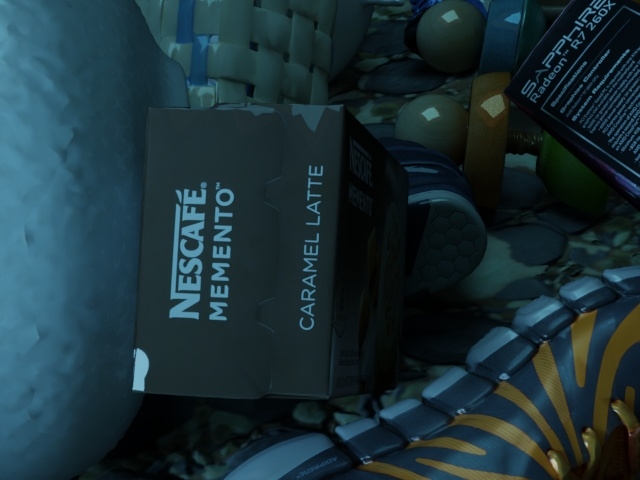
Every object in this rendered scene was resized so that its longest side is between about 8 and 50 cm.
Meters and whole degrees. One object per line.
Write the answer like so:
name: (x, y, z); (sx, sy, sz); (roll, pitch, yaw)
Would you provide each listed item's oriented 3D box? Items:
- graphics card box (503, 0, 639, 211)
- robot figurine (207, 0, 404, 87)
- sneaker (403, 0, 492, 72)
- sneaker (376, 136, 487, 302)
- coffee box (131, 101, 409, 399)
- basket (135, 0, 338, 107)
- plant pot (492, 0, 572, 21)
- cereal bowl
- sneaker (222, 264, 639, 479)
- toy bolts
graphics card box: (0.273, 0.009, 0.740); (0.094, 0.233, 0.371); (-52, 34, 5)
robot figurine: (-0.091, -0.239, 1.312); (0.300, 0.199, 0.353); (-30, 35, -32)
sneaker: (0.097, -0.217, 1.299); (0.084, 0.152, 0.058); (-40, 0, -35)
sneaker: (0.001, 0.001, 0.989); (0.226, 0.086, 0.163); (-15, 20, 8)
coffee box: (-0.016, 0.013, 0.777); (0.098, 0.141, 0.246); (1, -5, 11)
basket: (-0.127, -0.131, 1.081); (0.289, 0.254, 0.201); (1, -10, 38)
plant pot: (0.218, -0.351, 1.410); (0.263, 0.263, 0.229); (-9, 11, 2)
cereal bowl: (-0.150, -0.022, 0.836); (0.141, 0.339, 0.339); (0, 28, -10)
sneaker: (0.111, 0.139, 0.694); (0.321, 0.124, 0.180); (-29, 37, -10)
toy bolts: (0.147, -0.151, 1.086); (0.158, 0.218, 0.228); (8, 24, 5)
